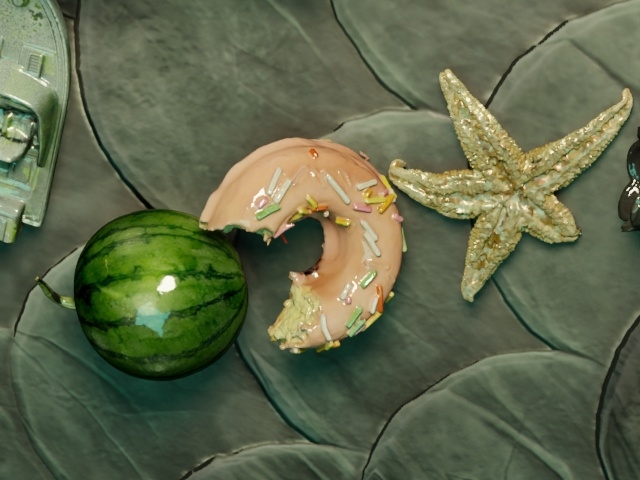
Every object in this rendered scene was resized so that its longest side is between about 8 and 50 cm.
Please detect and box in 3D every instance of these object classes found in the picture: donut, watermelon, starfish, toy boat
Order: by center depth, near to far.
[{"bbox_3d":[0.190,-0.074,1.768,0.231,0.048,0.295,35,120,-9],"label":"starfish"},{"bbox_3d":[0.000,0.000,1.785,0.199,0.085,0.233,-37,112,-10],"label":"donut"},{"bbox_3d":[-0.339,-0.150,1.809,0.141,0.092,0.319,17,121,0],"label":"toy boat"},{"bbox_3d":[-0.186,0.061,1.843,0.215,0.188,0.188,-12,117,5],"label":"watermelon"}]

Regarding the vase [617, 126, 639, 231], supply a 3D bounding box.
[{"bbox_3d":[0.428,-0.040,1.709,0.237,0.115,0.115,10,121,2],"label":"vase"}]
